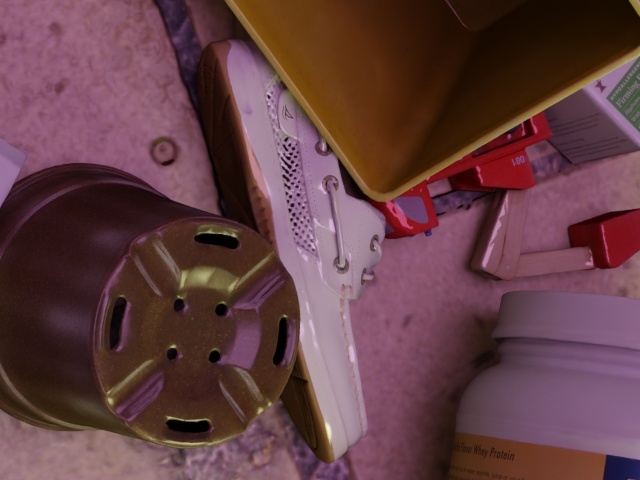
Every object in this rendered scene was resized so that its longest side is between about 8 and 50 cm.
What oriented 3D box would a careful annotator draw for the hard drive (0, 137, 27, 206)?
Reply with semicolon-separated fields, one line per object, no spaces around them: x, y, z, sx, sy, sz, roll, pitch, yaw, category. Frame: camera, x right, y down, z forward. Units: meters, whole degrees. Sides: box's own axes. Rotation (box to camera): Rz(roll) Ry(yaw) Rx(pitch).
-0.329;-0.043;0.707;0.307;0.040;0.203;34;62;-21;hard drive

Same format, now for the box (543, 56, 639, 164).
0.199;-0.121;0.968;0.087;0.102;0.101;42;75;-11;box

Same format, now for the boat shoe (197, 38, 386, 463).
0.000;0.000;0.889;0.096;0.098;0.277;-13;90;-19;boat shoe

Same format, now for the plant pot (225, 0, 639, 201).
0.083;-0.189;0.864;0.212;0.212;0.187;53;35;-10;plant pot

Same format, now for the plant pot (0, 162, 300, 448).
-0.106;0.043;0.793;0.167;0.165;0.167;-4;98;-32;plant pot

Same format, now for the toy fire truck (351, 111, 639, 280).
0.125;-0.023;0.964;0.192;0.047;0.135;-21;96;-19;toy fire truck

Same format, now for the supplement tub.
0.187;0.202;0.878;0.228;0.228;0.316;11;83;-19;supplement tub
